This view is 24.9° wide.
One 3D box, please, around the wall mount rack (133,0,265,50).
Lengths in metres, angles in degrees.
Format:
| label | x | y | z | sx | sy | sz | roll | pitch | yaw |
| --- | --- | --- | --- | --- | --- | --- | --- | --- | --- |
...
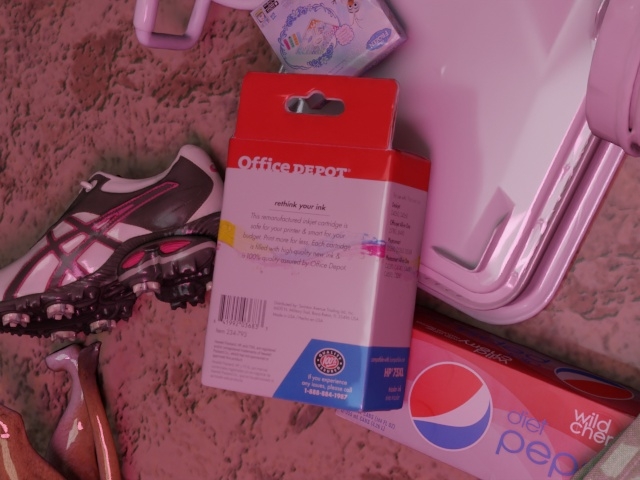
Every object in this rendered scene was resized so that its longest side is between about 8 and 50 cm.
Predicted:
| label | x | y | z | sx | sy | sz | roll | pitch | yaw |
| --- | --- | --- | --- | --- | --- | --- | --- | --- | --- |
| wall mount rack | -0.164 | -0.328 | 1.167 | 0.350 | 0.130 | 0.304 | 22 | 102 | 23 |

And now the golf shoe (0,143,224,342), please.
| label | x | y | z | sx | sy | sz | roll | pitch | yaw |
| --- | --- | --- | --- | --- | --- | --- | --- | --- | --- |
| golf shoe | -0.190 | 0.012 | 1.228 | 0.273 | 0.105 | 0.120 | -16 | 70 | 20 |

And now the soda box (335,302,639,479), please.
| label | x | y | z | sx | sy | sz | roll | pitch | yaw |
| --- | --- | --- | --- | --- | --- | --- | --- | --- | --- |
| soda box | 0.149 | 0.132 | 1.063 | 0.263 | 0.083 | 0.092 | 21 | 101 | 24 |

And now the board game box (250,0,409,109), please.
| label | x | y | z | sx | sy | sz | roll | pitch | yaw |
| --- | --- | --- | --- | --- | --- | --- | --- | --- | --- |
| board game box | 0.006 | -0.159 | 1.076 | 0.090 | 0.020 | 0.090 | -36 | 77 | 24 |

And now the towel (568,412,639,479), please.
| label | x | y | z | sx | sy | sz | roll | pitch | yaw |
| --- | --- | --- | --- | --- | --- | --- | --- | --- | --- |
| towel | 0.354 | 0.193 | 0.935 | 0.325 | 0.038 | 0.248 | 43 | 93 | 9 |

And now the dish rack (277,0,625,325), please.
| label | x | y | z | sx | sy | sz | roll | pitch | yaw |
| --- | --- | --- | --- | --- | --- | --- | --- | --- | --- |
| dish rack | 0.096 | -0.127 | 1.085 | 0.285 | 0.072 | 0.333 | 29 | 106 | 21 |

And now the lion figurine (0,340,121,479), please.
| label | x | y | z | sx | sy | sz | roll | pitch | yaw |
| --- | --- | --- | --- | --- | --- | --- | --- | --- | --- |
| lion figurine | -0.301 | 0.262 | 1.262 | 0.392 | 0.142 | 0.240 | -27 | 88 | 20 |

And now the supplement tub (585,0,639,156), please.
| label | x | y | z | sx | sy | sz | roll | pitch | yaw |
| --- | --- | --- | --- | --- | --- | --- | --- | --- | --- |
| supplement tub | 0.344 | -0.093 | 0.875 | 0.316 | 0.228 | 0.228 | 26 | 103 | 22 |

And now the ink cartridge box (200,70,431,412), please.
| label | x | y | z | sx | sy | sz | roll | pitch | yaw |
| --- | --- | --- | --- | --- | --- | --- | --- | --- | --- |
| ink cartridge box | 0.000 | 0.000 | 1.048 | 0.134 | 0.078 | 0.231 | 7 | 88 | 27 |
